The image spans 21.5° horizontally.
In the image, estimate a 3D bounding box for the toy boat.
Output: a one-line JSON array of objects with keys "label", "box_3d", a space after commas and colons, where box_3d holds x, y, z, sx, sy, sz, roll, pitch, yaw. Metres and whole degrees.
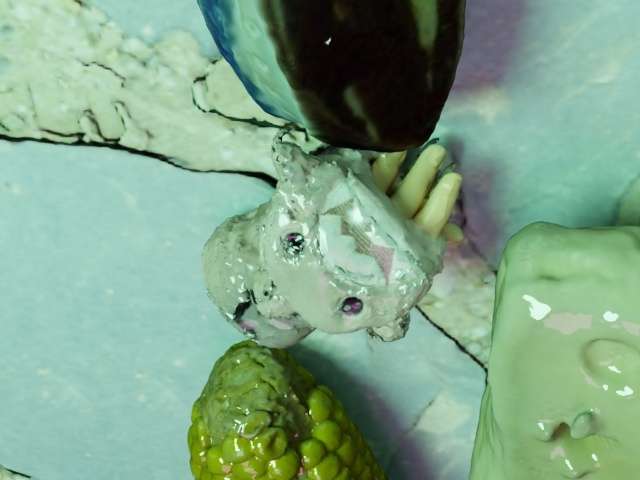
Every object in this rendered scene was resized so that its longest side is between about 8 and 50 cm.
[{"label": "toy boat", "box_3d": [-0.009, -0.132, 0.707, 0.114, 0.115, 0.262, -36, 142, -14]}]

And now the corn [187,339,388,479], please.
[{"label": "corn", "box_3d": [0.000, 0.190, 1.015, 0.119, 0.119, 0.322, -9, 128, 18]}]

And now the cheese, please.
[{"label": "cheese", "box_3d": [0.154, 0.104, 0.853, 0.159, 0.093, 0.263, 11, 134, 13]}]

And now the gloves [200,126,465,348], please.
[{"label": "gloves", "box_3d": [0.004, 0.007, 0.848, 0.110, 0.094, 0.144, 31, 141, -5]}]
